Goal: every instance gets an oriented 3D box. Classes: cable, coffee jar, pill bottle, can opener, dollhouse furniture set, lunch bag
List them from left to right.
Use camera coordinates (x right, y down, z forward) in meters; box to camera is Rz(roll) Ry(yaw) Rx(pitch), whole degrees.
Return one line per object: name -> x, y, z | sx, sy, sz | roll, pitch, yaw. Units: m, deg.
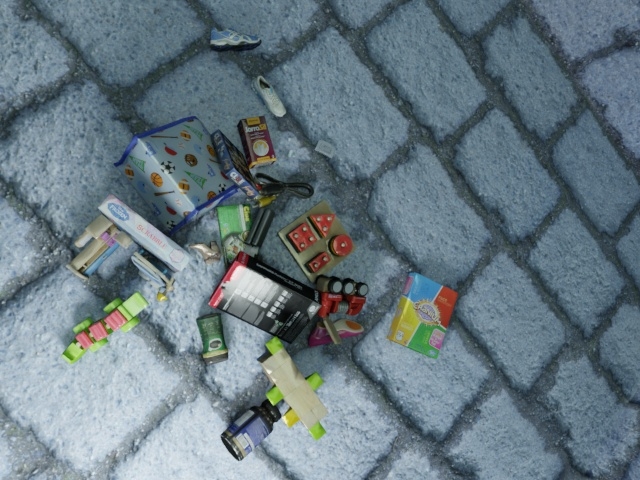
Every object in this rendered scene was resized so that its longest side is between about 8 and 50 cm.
dollhouse furniture set -> -0.665, 0.112, 1.596 | 0.303, 0.286, 0.198 | 40, 74, -1
lunch bag -> -0.480, -0.253, 1.712 | 0.328, 0.238, 0.385 | 53, 38, -10
coffee jar -> -0.406, 0.372, 1.779 | 0.096, 0.079, 0.185 | -10, 88, -23
pill bottle -> -0.256, 0.706, 1.775 | 0.219, 0.122, 0.123 | -35, 98, -31
can opener -> -0.250, 0.007, 1.853 | 0.093, 0.074, 0.281 | 30, 75, -52
cable -> -0.171, -0.213, 1.943 | 0.287, 0.072, 0.140 | -9, 72, -33

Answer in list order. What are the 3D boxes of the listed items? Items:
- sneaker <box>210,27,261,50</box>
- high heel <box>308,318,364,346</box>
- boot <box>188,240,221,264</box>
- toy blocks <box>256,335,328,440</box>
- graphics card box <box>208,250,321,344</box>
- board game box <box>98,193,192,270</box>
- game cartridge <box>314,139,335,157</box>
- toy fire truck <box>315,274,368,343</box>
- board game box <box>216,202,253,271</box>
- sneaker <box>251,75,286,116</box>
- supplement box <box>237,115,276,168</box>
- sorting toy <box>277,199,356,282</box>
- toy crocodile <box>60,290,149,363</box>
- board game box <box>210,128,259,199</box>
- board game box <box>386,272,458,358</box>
sneaker -> -0.340, -0.815, 1.901 | 0.211, 0.080, 0.081 | -8, 92, -22
high heel -> 0.066, 0.397, 1.970 | 0.244, 0.082, 0.117 | 3, 123, -36
boot -> -0.442, 0.050, 1.815 | 0.118, 0.042, 0.087 | -7, 96, -14
toy blocks -> -0.119, 0.544, 1.789 | 0.190, 0.261, 0.382 | -35, 91, -17
graphics card box -> -0.207, 0.222, 1.799 | 0.370, 0.094, 0.233 | 29, 114, -14
board game box -> -0.596, -0.011, 1.616 | 0.318, 0.318, 0.066 | 41, 73, -13
game cartridge -> 0.021, -0.397, 2.033 | 0.083, 0.017, 0.056 | 25, 81, -17
toy fire truck -> 0.081, 0.280, 1.915 | 0.217, 0.158, 0.247 | 11, 92, -37
board game box -> -0.328, -0.012, 1.868 | 0.136, 0.030, 0.260 | -7, 88, -18
sneaker -> -0.208, -0.590, 1.930 | 0.071, 0.083, 0.191 | -46, 102, -19
supplement box -> -0.257, -0.394, 1.896 | 0.104, 0.081, 0.188 | -16, 91, -20
sorting toy -> 0.000, 0.000, 1.953 | 0.255, 0.089, 0.257 | -37, 98, -19
toy crocodile -> -0.742, 0.297, 1.623 | 0.340, 0.105, 0.115 | -34, 98, 2
board game box -> -0.318, -0.284, 1.747 | 0.042, 0.243, 0.165 | -33, 142, 9
board game box -> 0.457, 0.335, 2.106 | 0.242, 0.064, 0.317 | 25, 78, -17
